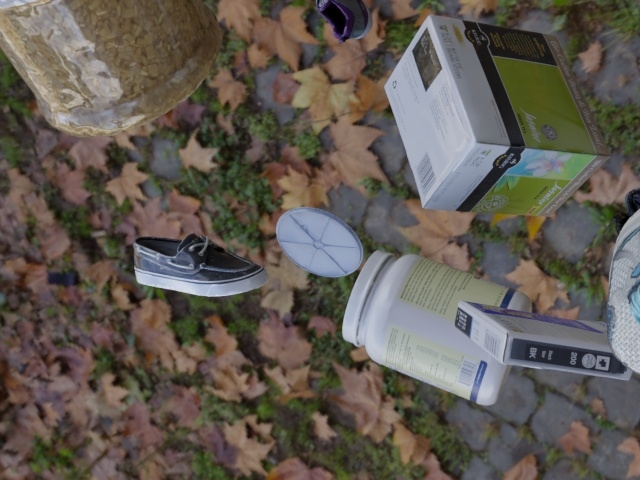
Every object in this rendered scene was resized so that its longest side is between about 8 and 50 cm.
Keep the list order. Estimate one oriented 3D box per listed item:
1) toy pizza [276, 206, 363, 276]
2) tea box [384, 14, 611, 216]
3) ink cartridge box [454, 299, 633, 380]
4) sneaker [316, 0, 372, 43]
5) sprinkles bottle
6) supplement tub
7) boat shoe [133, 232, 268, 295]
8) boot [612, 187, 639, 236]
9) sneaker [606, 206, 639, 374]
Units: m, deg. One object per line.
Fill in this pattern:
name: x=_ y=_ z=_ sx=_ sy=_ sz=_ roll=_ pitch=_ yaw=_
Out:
toy pizza: x=0.000 y=0.000 z=1.847 sx=0.201 sy=0.032 sz=0.201 roll=15 pitch=138 yaw=15
tea box: x=0.346 y=-0.244 z=1.718 sx=0.220 sy=0.323 sz=0.329 roll=123 pitch=142 yaw=-50
ink cartridge box: x=0.290 y=0.122 z=1.040 sx=0.208 sy=0.206 sz=0.045 roll=8 pitch=94 yaw=-6
sneaker: x=0.017 y=-0.472 z=1.569 sx=0.083 sy=0.098 sz=0.224 roll=-25 pitch=98 yaw=37
sprinkles bottle: x=-0.166 y=-0.214 z=0.395 sx=0.121 sy=0.121 sz=0.355 roll=6 pitch=142 yaw=30
supplement tub: x=0.231 y=0.165 z=1.700 sx=0.324 sy=0.235 sz=0.236 roll=20 pitch=119 yaw=17
boat shoe: x=-0.241 y=0.038 z=1.668 sx=0.301 sy=0.108 sz=0.102 roll=6 pitch=112 yaw=30
boot: x=0.623 y=0.024 z=1.650 sx=0.094 sy=0.207 sz=0.247 roll=6 pitch=95 yaw=31
sneaker: x=0.231 y=0.024 z=0.533 sx=0.110 sy=0.122 sz=0.283 roll=38 pitch=153 yaw=18
